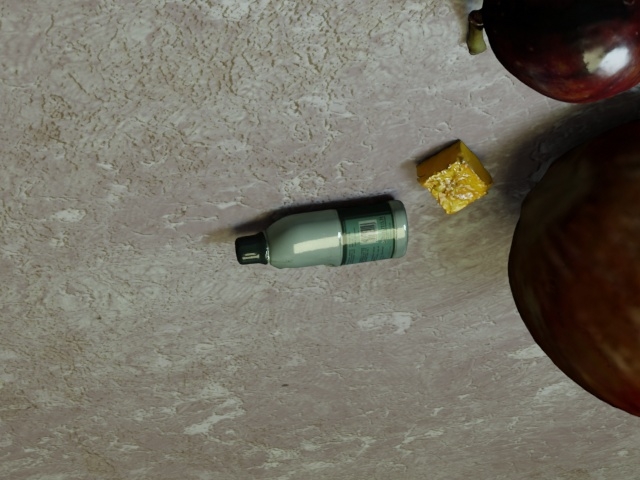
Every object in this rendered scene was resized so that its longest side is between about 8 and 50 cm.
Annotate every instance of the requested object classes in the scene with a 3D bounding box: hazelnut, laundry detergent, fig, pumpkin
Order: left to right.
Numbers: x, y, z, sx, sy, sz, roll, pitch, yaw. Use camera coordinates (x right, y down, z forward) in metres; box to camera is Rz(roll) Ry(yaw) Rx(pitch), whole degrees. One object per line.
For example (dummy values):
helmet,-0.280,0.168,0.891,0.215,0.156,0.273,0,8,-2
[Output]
laundry detergent,0.000,0.000,1.943,0.226,0.070,0.099,-9,157,-7
pumpkin,0.172,-0.081,1.885,0.074,0.054,0.083,-29,126,21
fig,0.234,-0.239,1.530,0.249,0.204,0.186,11,125,28
hazelnut,0.444,0.024,1.901,0.421,0.353,0.421,11,131,14
